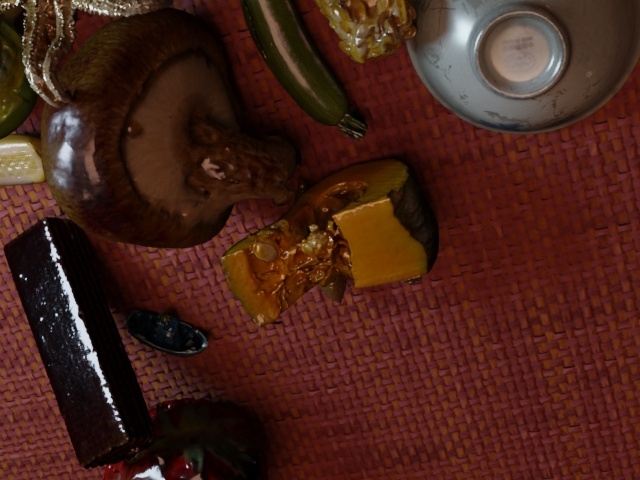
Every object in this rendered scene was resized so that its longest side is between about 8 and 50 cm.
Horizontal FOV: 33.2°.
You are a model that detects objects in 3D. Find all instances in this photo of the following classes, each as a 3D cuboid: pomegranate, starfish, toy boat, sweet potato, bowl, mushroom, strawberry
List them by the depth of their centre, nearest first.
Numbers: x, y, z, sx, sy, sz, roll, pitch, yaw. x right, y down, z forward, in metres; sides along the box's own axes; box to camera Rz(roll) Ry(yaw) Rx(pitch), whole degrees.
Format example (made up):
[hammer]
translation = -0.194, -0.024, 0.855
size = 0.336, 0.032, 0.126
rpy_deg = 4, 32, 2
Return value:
[starfish]
translation = -0.333, -0.314, 1.274
size = 0.303, 0.113, 0.312
rpy_deg = -18, 95, 29
[bowl]
translation = 0.253, -0.252, 1.342
size = 0.313, 0.146, 0.313
rpy_deg = 5, 119, 9
[mushroom]
translation = -0.193, -0.142, 1.422
size = 0.259, 0.345, 0.345
rpy_deg = 5, 119, 29
[pomegranate]
translation = -0.483, -0.274, 1.474
size = 0.236, 0.236, 0.302
rpy_deg = 28, 89, -3
[sweet potato]
translation = 0.000, 0.000, 1.583
size = 0.068, 0.060, 0.206
rpy_deg = -29, 113, -15
[toy boat]
translation = -0.243, 0.147, 1.708
size = 0.137, 0.060, 0.061
rpy_deg = 24, 141, 4
[strawberry]
translation = -0.223, 0.419, 1.713
size = 0.292, 0.292, 0.310
rpy_deg = 26, 110, -2

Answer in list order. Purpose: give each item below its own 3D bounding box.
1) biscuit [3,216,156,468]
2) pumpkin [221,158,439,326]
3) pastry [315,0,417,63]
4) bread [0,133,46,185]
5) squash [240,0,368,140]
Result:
[biscuit]
translation = -0.366, 0.152, 1.620
size = 0.107, 0.073, 0.388
rpy_deg = -32, 73, 24
[pumpkin]
translation = 0.033, 0.008, 1.450
size = 0.190, 0.280, 0.139
rpy_deg = 8, 128, 45
[pastry]
translation = 0.027, -0.344, 1.353
size = 0.102, 0.154, 0.250
rpy_deg = -32, 94, -5
[bread]
translation = -0.451, -0.125, 1.616
size = 0.115, 0.056, 0.082
rpy_deg = -7, 117, 24
[squash]
translation = -0.043, -0.264, 1.443
size = 0.080, 0.071, 0.318
rpy_deg = -17, 111, 41
